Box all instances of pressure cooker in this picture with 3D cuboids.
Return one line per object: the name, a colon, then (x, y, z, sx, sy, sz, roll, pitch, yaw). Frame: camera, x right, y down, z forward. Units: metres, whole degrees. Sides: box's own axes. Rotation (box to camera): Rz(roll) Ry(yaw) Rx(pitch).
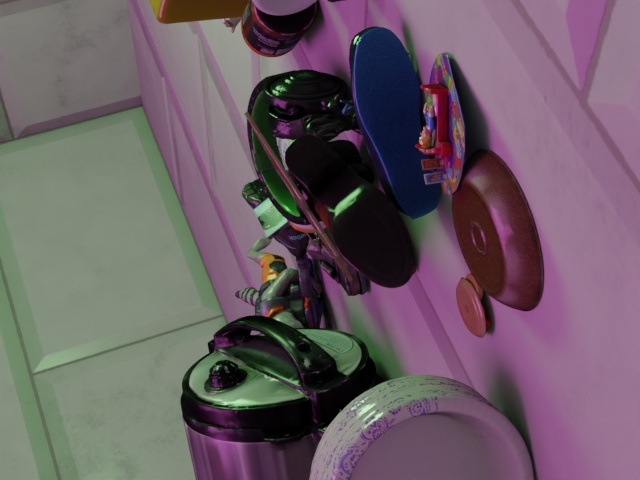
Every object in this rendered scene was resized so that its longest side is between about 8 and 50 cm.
pressure cooker: (-0.059, 0.340, 2.188, 0.375, 0.369, 0.421, -58, -40, -67)

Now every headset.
headset: (-0.026, -0.147, 1.867, 0.394, 0.185, 0.244, -13, 94, 61)

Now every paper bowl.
paper bowl: (0.124, 0.314, 1.594, 0.148, 0.284, 0.284, -141, 36, -70)

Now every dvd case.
dvd case: (-0.068, -0.066, 2.336, 0.013, 0.119, 0.087, 43, -166, -46)

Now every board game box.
board game box: (0.134, -0.139, 1.450, 0.133, 0.033, 0.169, 101, 162, -60)

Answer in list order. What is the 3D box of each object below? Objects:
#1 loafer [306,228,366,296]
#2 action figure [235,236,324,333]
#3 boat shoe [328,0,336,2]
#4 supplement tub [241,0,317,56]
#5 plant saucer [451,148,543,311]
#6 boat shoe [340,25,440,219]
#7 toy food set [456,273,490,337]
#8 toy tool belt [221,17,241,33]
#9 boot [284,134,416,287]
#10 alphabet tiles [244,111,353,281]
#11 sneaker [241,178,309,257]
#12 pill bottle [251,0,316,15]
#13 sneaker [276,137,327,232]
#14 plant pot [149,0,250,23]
loafer: (0.000, 0.000, 2.179, 0.096, 0.084, 0.268, 90, 159, -52)
action figure: (-0.078, 0.177, 2.565, 0.330, 0.178, 0.341, -114, 13, -72)
boat shoe: (0.003, -0.415, 1.659, 0.081, 0.068, 0.228, 92, 157, -55)
supplement tub: (-0.073, -0.360, 1.979, 0.198, 0.106, 0.106, 160, 93, -77)
plant saucer: (0.199, -0.007, 1.424, 0.198, 0.036, 0.199, 162, 90, -78)
boat shoe: (0.079, -0.151, 1.590, 0.089, 0.109, 0.258, -142, 39, -67)
toy food set: (0.198, 0.086, 1.579, 0.082, 0.020, 0.083, 123, 129, -74)
toy tool belt: (-0.188, -0.465, 2.466, 0.051, 0.052, 0.083, 110, 143, -56)
boot: (0.073, 0.002, 1.691, 0.264, 0.096, 0.280, 44, 179, 30)
alphabet tiles: (-0.025, -0.053, 1.713, 0.237, 0.009, 0.198, 57, 178, 22)
sneaker: (-0.089, -0.052, 2.468, 0.267, 0.101, 0.106, -129, 23, -61)
pill bottle: (-0.083, -0.465, 1.827, 0.130, 0.130, 0.246, 92, 159, -55)
sneaker: (-0.031, -0.164, 2.123, 0.297, 0.111, 0.131, 65, 148, 25)
plant pot: (-0.201, -0.529, 2.129, 0.187, 0.212, 0.212, 110, 143, -49)
